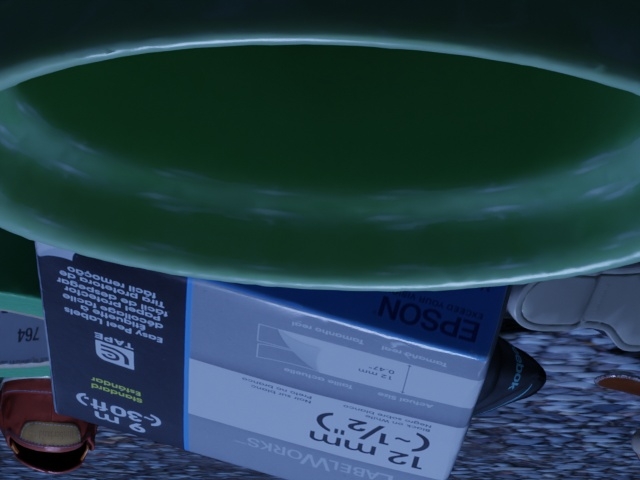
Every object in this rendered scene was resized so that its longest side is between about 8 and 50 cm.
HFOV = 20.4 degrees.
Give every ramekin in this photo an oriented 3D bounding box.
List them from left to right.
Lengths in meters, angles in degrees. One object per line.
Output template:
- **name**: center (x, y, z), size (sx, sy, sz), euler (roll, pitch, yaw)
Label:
- **ramekin**: center (0.008, -0.088, 0.665), size (0.303, 0.148, 0.303), euler (2, 164, 1)

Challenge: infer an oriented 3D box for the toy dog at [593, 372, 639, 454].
- **toy dog**: center (0.333, 0.184, 1.552), size (0.161, 0.220, 0.333), euler (-33, 159, -9)

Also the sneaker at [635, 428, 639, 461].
- **sneaker**: center (0.436, 0.243, 1.986), size (0.186, 0.069, 0.084), euler (19, -164, 2)

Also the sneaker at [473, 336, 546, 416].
- **sneaker**: center (0.080, 0.135, 1.575), size (0.106, 0.101, 0.267), euler (12, 162, -40)

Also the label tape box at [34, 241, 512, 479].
- **label tape box**: center (-0.030, 0.071, 1.077), size (0.249, 0.115, 0.347), euler (15, 148, 4)

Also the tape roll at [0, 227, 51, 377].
- **tape roll**: center (-0.279, 0.034, 1.293), size (0.321, 0.077, 0.321), euler (1, 164, 0)

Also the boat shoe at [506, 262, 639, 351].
- **boat shoe**: center (0.199, 0.030, 1.289), size (0.206, 0.075, 0.065), euler (8, -153, -41)

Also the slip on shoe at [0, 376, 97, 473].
- **slip on shoe**: center (-0.280, 0.190, 1.825), size (0.123, 0.101, 0.331), euler (3, 166, -10)
